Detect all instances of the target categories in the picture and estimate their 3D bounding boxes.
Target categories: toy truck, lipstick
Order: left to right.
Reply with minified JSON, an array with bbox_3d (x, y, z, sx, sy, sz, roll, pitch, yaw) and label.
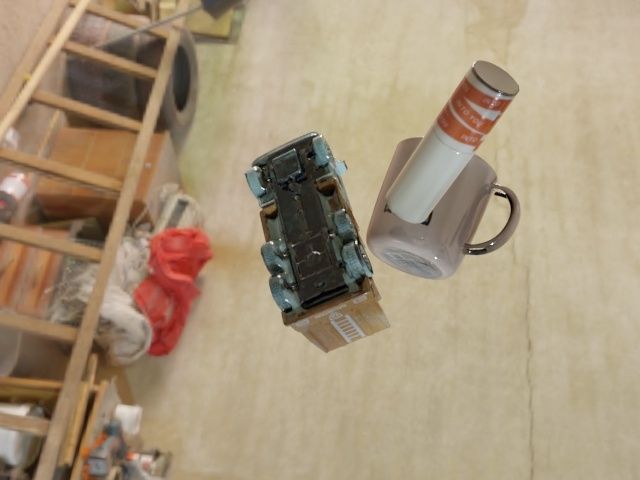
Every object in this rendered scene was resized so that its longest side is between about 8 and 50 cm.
[{"bbox_3d":[0.000,0.000,1.098,0.162,0.136,0.305,53,17,-51],"label":"toy truck"},{"bbox_3d":[0.094,-0.069,0.562,0.038,0.038,0.130,-79,-164,-49],"label":"lipstick"}]

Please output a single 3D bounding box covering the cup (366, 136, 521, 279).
[{"bbox_3d":[0.217,-0.041,1.340,0.200,0.253,0.191,-67,154,-16],"label":"cup"}]
